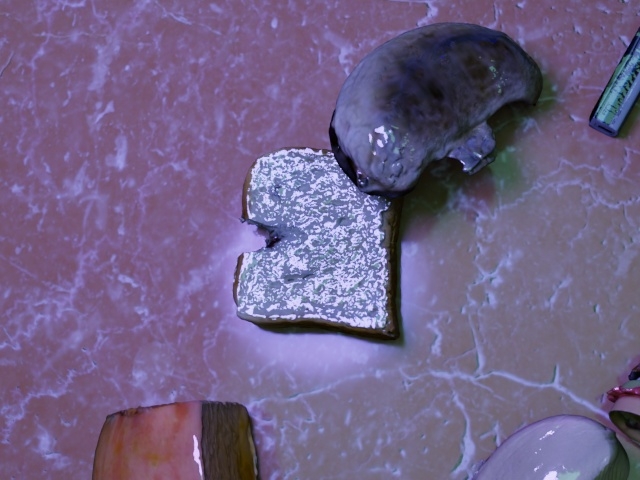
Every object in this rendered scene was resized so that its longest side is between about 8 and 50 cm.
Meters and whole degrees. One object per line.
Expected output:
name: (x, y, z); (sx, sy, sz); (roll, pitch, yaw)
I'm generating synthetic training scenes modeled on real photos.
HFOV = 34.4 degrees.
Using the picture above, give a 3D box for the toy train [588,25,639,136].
toy train: (0.470, -0.271, 1.499); (0.048, 0.055, 0.252); (29, 88, 14)

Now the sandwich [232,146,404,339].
sandwich: (0.000, 0.000, 1.505); (0.249, 0.095, 0.273); (3, 80, 10)

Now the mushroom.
mushroom: (0.165, -0.198, 1.438); (0.344, 0.130, 0.247); (-26, 55, -19)

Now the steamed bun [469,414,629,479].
steamed bun: (0.284, 0.322, 1.366); (0.152, 0.170, 0.238); (39, 88, 32)

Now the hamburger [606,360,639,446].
hamburger: (0.473, 0.208, 1.360); (0.175, 0.175, 0.137); (28, 71, 13)

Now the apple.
apple: (-0.177, 0.376, 1.409); (0.252, 0.314, 0.309); (3, 75, -33)
